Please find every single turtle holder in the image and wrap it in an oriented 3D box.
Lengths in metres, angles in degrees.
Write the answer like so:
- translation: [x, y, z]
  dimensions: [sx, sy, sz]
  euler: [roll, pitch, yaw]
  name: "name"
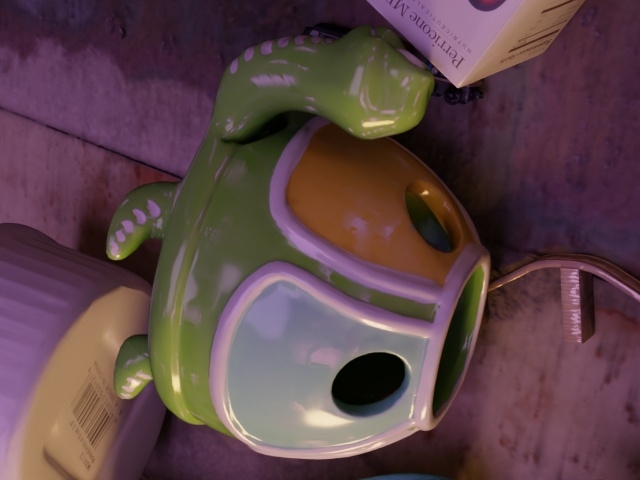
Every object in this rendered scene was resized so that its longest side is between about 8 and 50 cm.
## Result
- translation: [0.005, 0.005, 0.960]
  dimensions: [0.228, 0.243, 0.320]
  euler: [19, 99, 19]
  name: "turtle holder"

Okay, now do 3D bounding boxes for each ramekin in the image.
- translation: [-0.242, 0.133, 1.146]
  dimensions: [0.135, 0.277, 0.277]
  euler: [14, 114, 21]
  name: "ramekin"

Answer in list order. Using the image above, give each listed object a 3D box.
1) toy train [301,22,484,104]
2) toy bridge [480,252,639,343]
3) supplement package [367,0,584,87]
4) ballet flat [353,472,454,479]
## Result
- translation: [0.052, -0.134, 0.996]
  dimensions: [0.158, 0.027, 0.036]
  euler: [20, 106, 28]
  name: "toy train"
- translation: [0.186, 0.042, 0.967]
  dimensions: [0.188, 0.026, 0.063]
  euler: [5, 108, 34]
  name: "toy bridge"
- translation: [0.136, -0.236, 0.832]
  dimensions: [0.139, 0.134, 0.244]
  euler: [45, 126, 13]
  name: "supplement package"
- translation: [-0.071, 0.312, 1.144]
  dimensions: [0.483, 0.164, 0.182]
  euler: [-14, 60, 39]
  name: "ballet flat"
